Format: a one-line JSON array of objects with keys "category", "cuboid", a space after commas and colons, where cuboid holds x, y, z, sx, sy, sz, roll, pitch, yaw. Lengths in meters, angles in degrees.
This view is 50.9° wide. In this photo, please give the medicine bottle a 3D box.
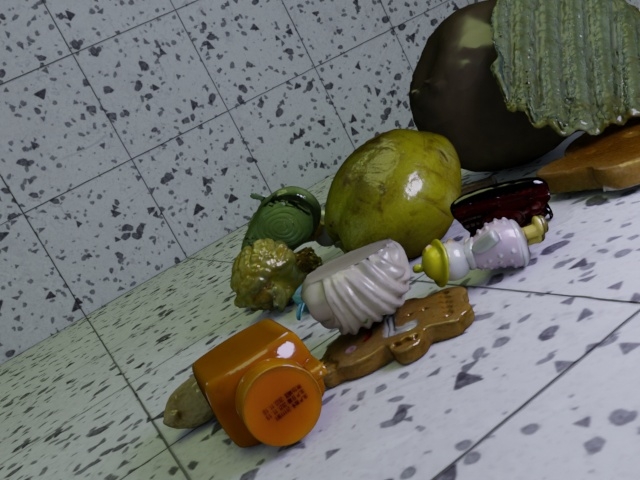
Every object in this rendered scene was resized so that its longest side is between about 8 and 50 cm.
[{"category": "medicine bottle", "cuboid": [-0.080, 0.197, 0.919, 0.149, 0.112, 0.222, -31, 11, -15]}]

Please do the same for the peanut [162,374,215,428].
[{"category": "peanut", "cuboid": [-0.169, 0.234, 1.068, 0.187, 0.082, 0.082, -36, 13, -32]}]

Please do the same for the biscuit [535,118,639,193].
[{"category": "biscuit", "cuboid": [0.535, -0.152, 1.202, 0.287, 0.057, 0.344, -25, 11, 11]}]

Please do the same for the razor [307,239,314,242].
[{"category": "razor", "cuboid": [-0.002, -0.007, 1.707, 0.084, 0.036, 0.211, -19, -10, 41]}]

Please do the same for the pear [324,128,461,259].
[{"category": "pear", "cuboid": [0.150, -0.087, 1.354, 0.321, 0.269, 0.269, -42, 14, -15]}]

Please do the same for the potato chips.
[{"category": "potato chips", "cuboid": [0.516, -0.376, 1.324, 0.358, 0.070, 0.430, 2, 57, 9]}]

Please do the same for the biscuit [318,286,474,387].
[{"category": "biscuit", "cuboid": [0.102, 0.135, 0.977, 0.248, 0.035, 0.184, -25, 11, 14]}]

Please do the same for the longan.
[{"category": "longan", "cuboid": [0.404, -0.361, 1.593, 0.435, 0.404, 0.404, -10, 20, 46]}]

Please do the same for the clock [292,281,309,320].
[{"category": "clock", "cuboid": [-0.004, 0.106, 1.341, 0.108, 0.045, 0.147, -22, 13, 31]}]

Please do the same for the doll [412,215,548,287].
[{"category": "doll", "cuboid": [0.240, 0.017, 1.016, 0.207, 0.081, 0.129, -17, -21, 5]}]

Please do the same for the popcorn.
[{"category": "popcorn", "cuboid": [-0.109, 0.079, 1.456, 0.173, 0.174, 0.142, -32, 18, -23]}]

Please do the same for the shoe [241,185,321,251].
[{"category": "shoe", "cuboid": [-0.100, -0.041, 1.512, 0.262, 0.139, 0.128, -53, 26, 42]}]

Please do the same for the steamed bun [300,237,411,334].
[{"category": "steamed bun", "cuboid": [0.059, 0.075, 0.993, 0.182, 0.106, 0.183, -24, 7, 3]}]

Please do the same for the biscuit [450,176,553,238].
[{"category": "biscuit", "cuboid": [0.301, -0.040, 1.094, 0.151, 0.064, 0.235, -16, -13, 16]}]

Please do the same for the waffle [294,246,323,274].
[{"category": "waffle", "cuboid": [-0.102, 0.092, 1.642, 0.228, 0.051, 0.231, -25, 11, 0]}]

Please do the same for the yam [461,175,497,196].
[{"category": "yam", "cuboid": [0.344, -0.118, 1.583, 0.145, 0.032, 0.032, -19, 13, 32]}]

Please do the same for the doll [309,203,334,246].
[{"category": "doll", "cuboid": [0.103, -0.075, 1.615, 0.313, 0.141, 0.177, -19, 0, -24]}]
